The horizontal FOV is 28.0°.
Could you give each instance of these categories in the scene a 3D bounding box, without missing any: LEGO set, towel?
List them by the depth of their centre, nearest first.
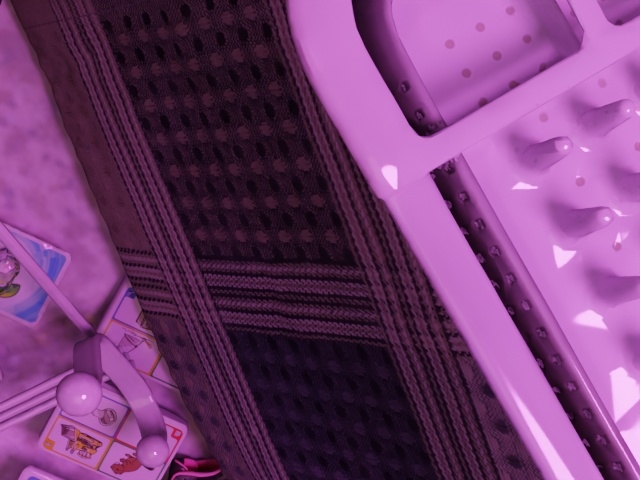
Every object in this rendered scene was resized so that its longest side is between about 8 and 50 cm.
[{"bbox_3d":[0.000,0.000,0.602,0.056,0.312,0.324,-33,112,-33],"label":"towel"},{"bbox_3d":[-0.195,0.073,0.749,0.244,0.060,0.182,26,100,-16],"label":"LEGO set"}]

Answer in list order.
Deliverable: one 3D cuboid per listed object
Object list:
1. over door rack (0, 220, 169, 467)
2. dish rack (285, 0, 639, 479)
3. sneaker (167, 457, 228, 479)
[{"bbox_3d":[-0.237,0.063,0.604,0.239,0.108,0.324,-25,134,1],"label":"over door rack"},{"bbox_3d":[0.166,-0.012,0.429,0.285,0.072,0.333,-30,90,-16],"label":"dish rack"},{"bbox_3d":[-0.081,0.160,0.782,0.119,0.047,0.057,-35,104,5],"label":"sneaker"}]
